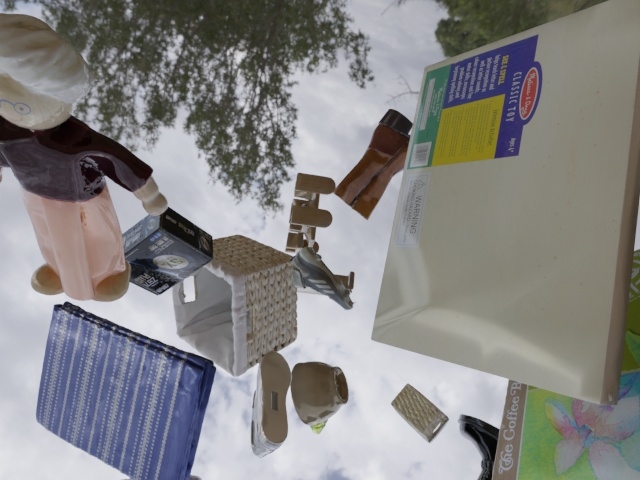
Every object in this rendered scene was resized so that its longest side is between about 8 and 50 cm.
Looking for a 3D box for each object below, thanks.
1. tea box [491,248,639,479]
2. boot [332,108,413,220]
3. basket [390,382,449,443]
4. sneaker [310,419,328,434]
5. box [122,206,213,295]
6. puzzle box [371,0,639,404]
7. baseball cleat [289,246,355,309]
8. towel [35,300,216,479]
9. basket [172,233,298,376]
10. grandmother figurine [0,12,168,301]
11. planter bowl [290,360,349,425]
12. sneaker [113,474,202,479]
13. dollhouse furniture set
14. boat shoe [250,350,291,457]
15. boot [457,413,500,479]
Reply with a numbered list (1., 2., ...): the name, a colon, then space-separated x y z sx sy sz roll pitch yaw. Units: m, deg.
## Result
1. tea box: 0.414 0.186 0.474 0.220 0.323 0.329 42 -133 -7
2. boot: 0.205 -0.175 1.172 0.264 0.280 0.096 28 -174 -37
3. basket: 0.339 0.594 1.462 0.167 0.113 0.103 34 168 46
4. sneaker: -0.024 0.619 1.555 0.124 0.109 0.295 25 176 4
5. box: -0.357 0.026 0.939 0.147 0.180 0.077 42 -156 -43
6. puzzle box: 0.212 -0.053 0.499 0.052 0.408 0.272 19 170 -37
7. baseball cleat: -0.002 0.117 1.125 0.205 0.109 0.072 53 -166 8
8. towel: -0.343 0.262 0.720 0.336 0.243 0.040 15 -174 19
9. basket: -0.261 0.176 1.309 0.331 0.328 0.267 19 -155 39
10. grandmother figurine: -0.274 -0.062 0.454 0.208 0.342 0.104 2 -133 -13
11. planter bowl: 0.007 0.387 1.099 0.162 0.109 0.162 55 -157 -37
12. sneaker: -0.437 0.673 1.017 0.321 0.125 0.180 20 -123 -44
13. dollhouse furniture set: 0.000 0.000 1.622 0.257 0.362 0.393 8 -109 -6
14. boat shoe: -0.087 0.271 0.711 0.066 0.063 0.184 27 -152 -26
15. boot: 0.514 0.713 1.310 0.131 0.260 0.348 34 167 -15
